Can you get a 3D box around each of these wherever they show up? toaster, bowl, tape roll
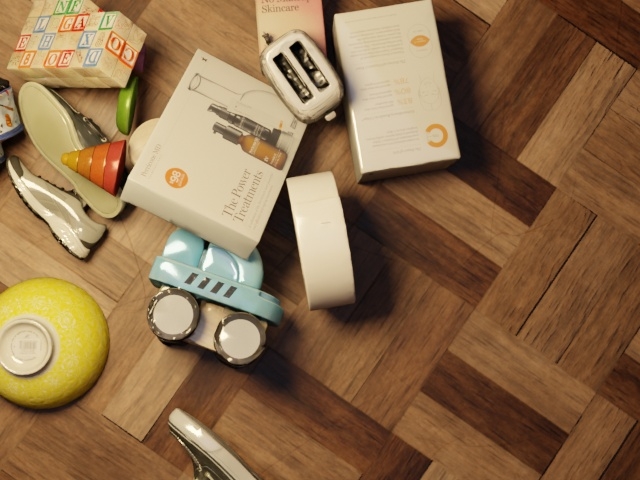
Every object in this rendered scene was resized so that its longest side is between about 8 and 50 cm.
[{"bbox_3d":[-0.041,-0.344,1.780,0.129,0.146,0.227,-34,100,2],"label":"toaster"},{"bbox_3d":[-0.608,0.223,1.850,0.289,0.156,0.290,0,87,-2],"label":"bowl"},{"bbox_3d":[0.000,0.000,1.814,0.100,0.286,0.286,-9,87,-2],"label":"tape roll"}]

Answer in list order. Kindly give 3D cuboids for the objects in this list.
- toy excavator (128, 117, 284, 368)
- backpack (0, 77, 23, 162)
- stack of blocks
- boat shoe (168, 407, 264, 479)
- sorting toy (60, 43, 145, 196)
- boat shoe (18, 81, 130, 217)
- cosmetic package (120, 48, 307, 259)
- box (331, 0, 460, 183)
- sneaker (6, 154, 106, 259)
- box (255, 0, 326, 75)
[{"bbox_3d":[-0.255,0.008,1.858,0.432,0.222,0.445,20,77,-2],"label":"toy excavator"},{"bbox_3d":[-0.765,-0.238,1.819,0.263,0.276,0.213,-15,115,7],"label":"backpack"},{"bbox_3d":[-0.509,-0.416,1.828,0.297,0.087,0.171,8,74,36],"label":"stack of blocks"},{"bbox_3d":[-0.220,0.506,1.862,0.335,0.121,0.119,45,83,-1],"label":"boat shoe"},{"bbox_3d":[-0.458,-0.272,1.832,0.126,0.127,0.366,9,67,-8],"label":"sorting toy"},{"bbox_3d":[-0.518,-0.209,1.900,0.340,0.113,0.127,48,123,1],"label":"boat shoe"},{"bbox_3d":[-0.205,-0.185,1.806,0.284,0.097,0.377,25,56,-8],"label":"cosmetic package"},{"bbox_3d":[0.157,-0.318,1.892,0.214,0.168,0.346,-9,87,-2],"label":"box"},{"bbox_3d":[-0.582,-0.085,1.904,0.108,0.100,0.271,-43,94,-14],"label":"sneaker"},{"bbox_3d":[-0.068,-0.494,1.915,0.148,0.127,0.233,-5,88,-1],"label":"box"}]
